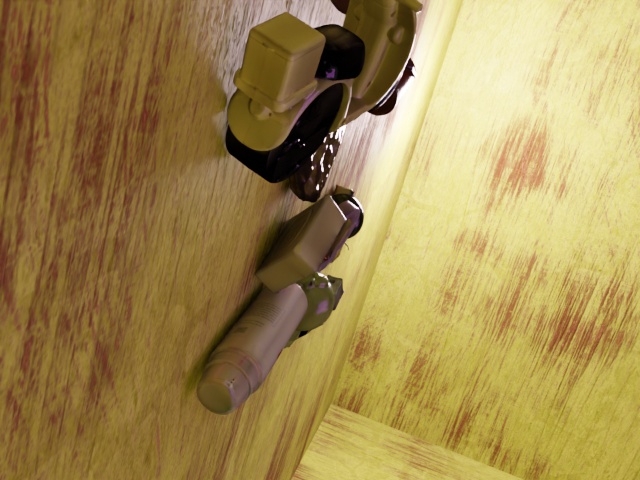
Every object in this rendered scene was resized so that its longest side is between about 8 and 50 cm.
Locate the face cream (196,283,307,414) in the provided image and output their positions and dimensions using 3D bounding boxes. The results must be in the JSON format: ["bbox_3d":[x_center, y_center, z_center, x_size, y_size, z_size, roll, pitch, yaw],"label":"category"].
[{"bbox_3d":[-0.117,0.183,1.376,0.345,0.102,0.101,-53,161,-60],"label":"face cream"}]

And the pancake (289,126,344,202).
[{"bbox_3d":[0.007,-0.208,1.437,0.294,0.050,0.294,18,90,-81],"label":"pancake"}]

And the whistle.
[{"bbox_3d":[-0.059,0.140,1.655,0.141,0.141,0.294,-65,-170,-27],"label":"whistle"}]

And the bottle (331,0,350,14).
[{"bbox_3d":[0.081,-0.436,1.199,0.110,0.110,0.233,96,16,-56],"label":"bottle"}]

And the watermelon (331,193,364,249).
[{"bbox_3d":[0.051,-0.042,1.823,0.105,0.105,0.133,38,43,-80],"label":"watermelon"}]

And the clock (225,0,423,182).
[{"bbox_3d":[0.024,-0.235,1.061,0.379,0.120,0.276,-44,163,-40],"label":"clock"}]

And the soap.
[{"bbox_3d":[-0.032,0.007,1.455,0.121,0.064,0.183,-30,-160,38],"label":"soap"}]

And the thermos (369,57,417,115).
[{"bbox_3d":[0.164,-0.375,1.836,0.232,0.099,0.124,-57,160,-53],"label":"thermos"}]

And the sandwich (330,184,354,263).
[{"bbox_3d":[0.046,-0.049,1.983,0.162,0.058,0.192,-40,147,-76],"label":"sandwich"}]

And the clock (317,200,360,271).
[{"bbox_3d":[0.000,0.000,1.712,0.198,0.064,0.172,-44,163,-24],"label":"clock"}]

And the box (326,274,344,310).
[{"bbox_3d":[0.030,0.150,2.303,0.063,0.060,0.084,93,20,-46],"label":"box"}]
